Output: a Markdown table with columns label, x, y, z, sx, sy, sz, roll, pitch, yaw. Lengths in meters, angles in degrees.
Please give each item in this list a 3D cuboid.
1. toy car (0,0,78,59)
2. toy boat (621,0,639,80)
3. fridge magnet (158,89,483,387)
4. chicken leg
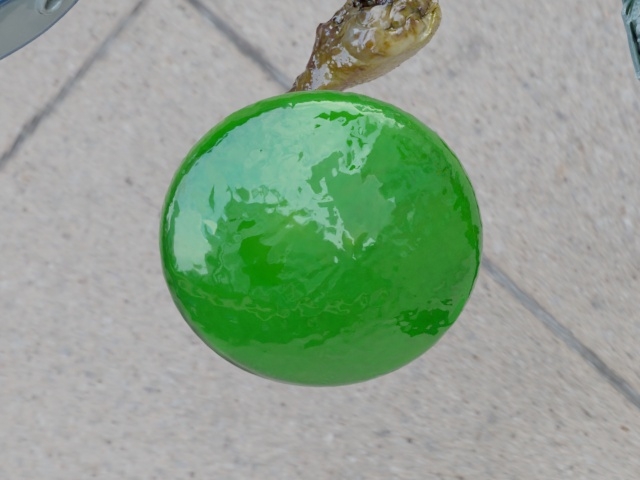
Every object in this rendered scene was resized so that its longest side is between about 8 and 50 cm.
| label | x | y | z | sx | sy | sz | roll | pitch | yaw |
| --- | --- | --- | --- | --- | --- | --- | --- | --- | --- |
| toy car | -0.211 | -0.230 | 0.801 | 0.166 | 0.314 | 0.198 | 40 | 56 | 21 |
| toy boat | 0.299 | -0.105 | 1.156 | 0.078 | 0.260 | 0.085 | -3 | 33 | 44 |
| fridge magnet | 0.000 | 0.000 | 0.939 | 0.208 | 0.088 | 0.208 | -1 | 117 | -1 |
| chicken leg | 0.014 | -0.166 | 1.404 | 0.251 | 0.107 | 0.087 | -41 | 91 | 11 |
